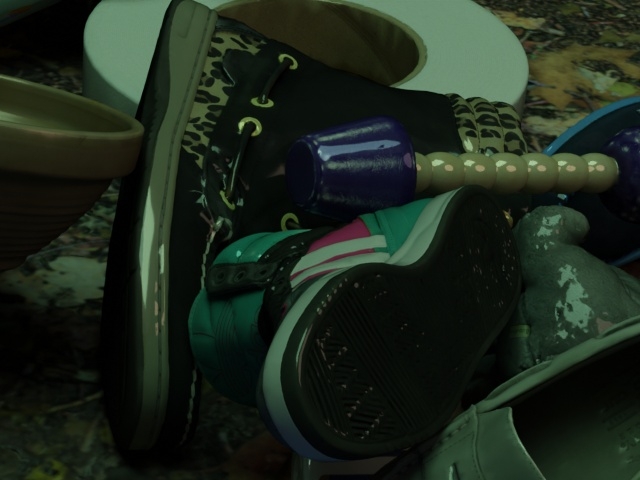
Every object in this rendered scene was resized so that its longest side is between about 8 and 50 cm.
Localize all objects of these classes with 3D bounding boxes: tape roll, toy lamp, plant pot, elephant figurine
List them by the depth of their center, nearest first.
[{"bbox_3d":[-0.240,-0.047,1.211,0.237,0.110,0.237,12,9,-2],"label":"plant pot"},{"bbox_3d":[0.225,0.072,1.246,0.239,0.169,0.186,14,57,-16],"label":"elephant figurine"},{"bbox_3d":[0.107,-0.043,1.261,0.274,0.080,0.080,1,29,-28],"label":"toy lamp"},{"bbox_3d":[-0.013,-0.141,1.625,0.392,0.072,0.392,5,31,-3],"label":"tape roll"}]

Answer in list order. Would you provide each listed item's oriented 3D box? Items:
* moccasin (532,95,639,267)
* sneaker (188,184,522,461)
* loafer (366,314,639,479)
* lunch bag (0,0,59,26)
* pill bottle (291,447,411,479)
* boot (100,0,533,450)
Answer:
[{"bbox_3d":[0.293,-0.050,1.463,0.342,0.138,0.117,-21,44,-36],"label":"moccasin"},{"bbox_3d":[-0.010,0.058,1.104,0.178,0.124,0.295,-19,9,29],"label":"sneaker"},{"bbox_3d":[0.105,0.132,1.036,0.319,0.111,0.112,-35,69,-3],"label":"loafer"},{"bbox_3d":[-0.273,-0.288,1.717,0.223,0.160,0.262,-19,34,-12],"label":"lunch bag"},{"bbox_3d":[0.045,0.150,1.151,0.120,0.067,0.067,1,31,-8],"label":"pill bottle"},{"bbox_3d":[0.000,0.000,1.313,0.284,0.138,0.377,13,45,-11],"label":"boot"}]
